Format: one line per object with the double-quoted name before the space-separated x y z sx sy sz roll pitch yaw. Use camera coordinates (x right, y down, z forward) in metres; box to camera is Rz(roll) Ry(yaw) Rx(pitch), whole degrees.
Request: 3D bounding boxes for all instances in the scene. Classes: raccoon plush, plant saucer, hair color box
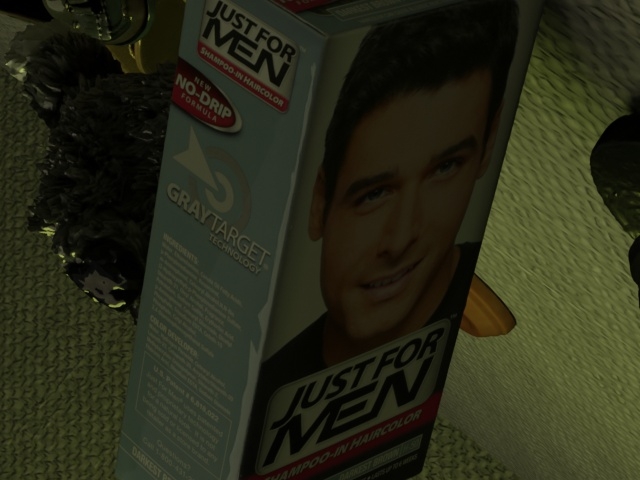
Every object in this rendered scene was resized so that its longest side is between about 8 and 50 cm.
"raccoon plush" -0.086 -0.127 1.473 0.216 0.299 0.446 13 -149 -53
"plant saucer" 0.130 0.044 2.204 0.200 0.037 0.200 39 173 6
"hair color box" 0.000 0.000 1.202 0.114 0.185 0.374 36 129 34

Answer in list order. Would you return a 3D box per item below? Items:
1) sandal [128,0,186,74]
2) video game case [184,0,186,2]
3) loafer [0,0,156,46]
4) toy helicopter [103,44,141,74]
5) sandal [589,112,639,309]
"sandal" -0.174 -0.214 2.021 0.079 0.088 0.240 33 176 16
"video game case" -0.135 -0.263 1.757 0.227 0.026 0.206 43 173 -19
"loafer" -0.246 -0.233 1.931 0.267 0.084 0.096 16 119 60
"toy helicopter" -0.186 -0.168 2.199 0.235 0.140 0.355 30 165 46
"sandal" 0.259 0.024 1.099 0.167 0.107 0.446 44 173 -22
